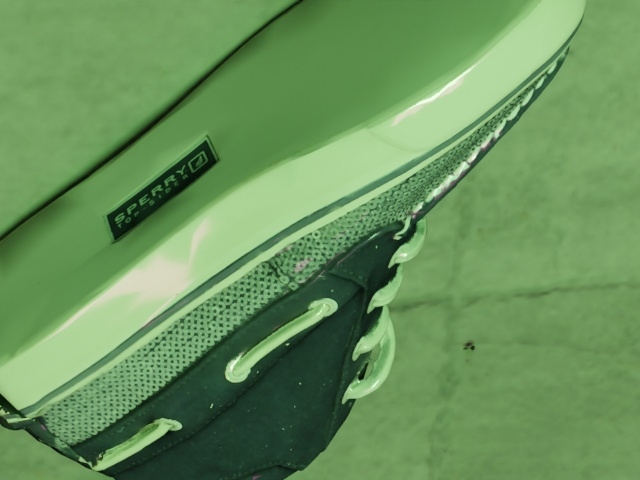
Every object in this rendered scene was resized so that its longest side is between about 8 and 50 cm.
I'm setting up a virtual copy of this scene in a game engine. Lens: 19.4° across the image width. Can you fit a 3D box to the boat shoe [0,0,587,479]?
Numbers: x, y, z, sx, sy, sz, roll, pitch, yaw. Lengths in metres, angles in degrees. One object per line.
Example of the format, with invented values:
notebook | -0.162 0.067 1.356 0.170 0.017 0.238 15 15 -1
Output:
boat shoe | 0.000 0.000 0.878 0.340 0.127 0.158 -33 127 13
